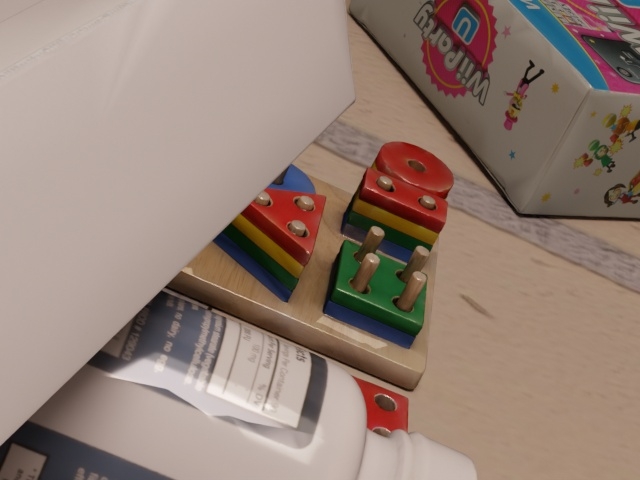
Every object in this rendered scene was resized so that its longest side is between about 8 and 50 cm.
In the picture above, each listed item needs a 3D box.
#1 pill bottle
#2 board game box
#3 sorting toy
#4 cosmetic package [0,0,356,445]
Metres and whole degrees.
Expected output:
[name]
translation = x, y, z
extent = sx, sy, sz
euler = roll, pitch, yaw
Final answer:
[pill bottle]
translation = -0.043, 0.081, 0.548
extent = 0.180, 0.108, 0.108
euler = 24, 31, -7
[board game box]
translation = 0.204, -0.118, 1.050
extent = 0.303, 0.097, 0.224
euler = -1, 40, -37
[sorting toy]
translation = 0.000, 0.000, 0.763
extent = 0.132, 0.046, 0.274
euler = 24, 31, -6
[cosmetic package]
translation = -0.184, -0.025, 0.486
extent = 0.284, 0.097, 0.377
euler = 0, 23, 23
